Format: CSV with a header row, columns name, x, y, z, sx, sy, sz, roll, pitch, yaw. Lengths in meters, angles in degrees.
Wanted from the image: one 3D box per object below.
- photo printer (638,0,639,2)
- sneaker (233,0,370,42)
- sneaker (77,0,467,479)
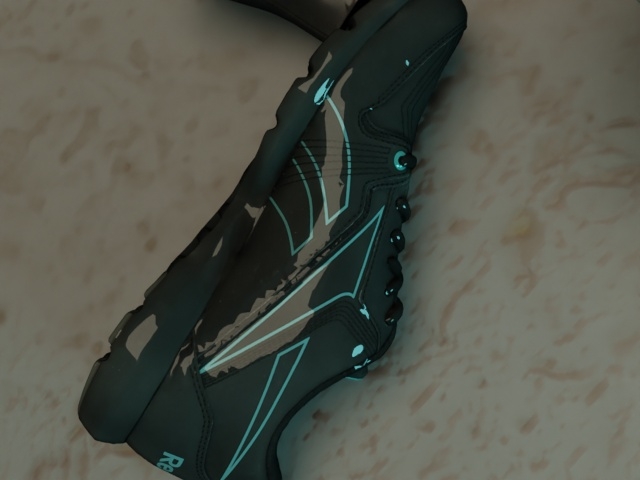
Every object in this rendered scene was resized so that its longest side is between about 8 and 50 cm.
name,x,y,z,sx,sy,sz,roll,pitch,yaw
photo printer,0.261,-0.162,0.317,0.256,0.107,0.307,34,90,-19
sneaker,0.015,-0.208,0.505,0.118,0.083,0.222,30,81,5
sneaker,0.000,0.000,0.456,0.106,0.101,0.267,34,90,2
